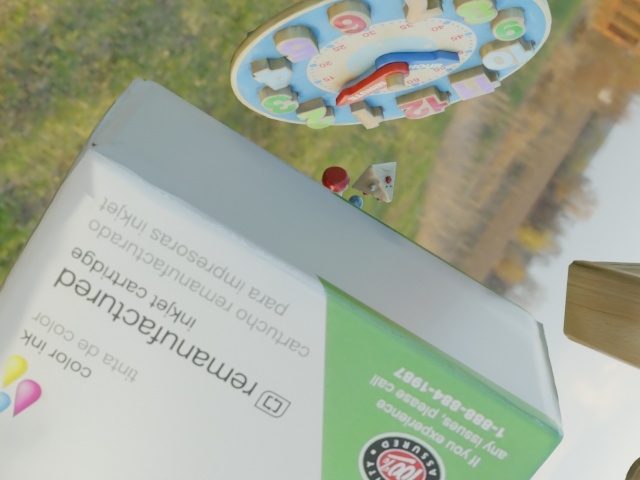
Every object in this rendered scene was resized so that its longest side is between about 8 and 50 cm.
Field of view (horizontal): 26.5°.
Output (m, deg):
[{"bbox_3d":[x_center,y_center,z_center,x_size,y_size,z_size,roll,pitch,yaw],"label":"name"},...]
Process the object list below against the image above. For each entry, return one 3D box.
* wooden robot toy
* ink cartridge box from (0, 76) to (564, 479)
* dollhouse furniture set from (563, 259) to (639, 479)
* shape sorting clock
[{"bbox_3d":[0.000,0.000,1.033,0.173,0.079,0.076,-23,157,-20],"label":"wooden robot toy"},{"bbox_3d":[-0.065,0.109,0.560,0.278,0.201,0.117,-56,-172,19],"label":"ink cartridge box"},{"bbox_3d":[0.337,0.223,1.089,0.362,0.256,0.394,-155,-112,-76],"label":"dollhouse furniture set"},{"bbox_3d":[0.045,-0.115,0.863,0.206,0.040,0.206,-11,167,-3],"label":"shape sorting clock"}]
